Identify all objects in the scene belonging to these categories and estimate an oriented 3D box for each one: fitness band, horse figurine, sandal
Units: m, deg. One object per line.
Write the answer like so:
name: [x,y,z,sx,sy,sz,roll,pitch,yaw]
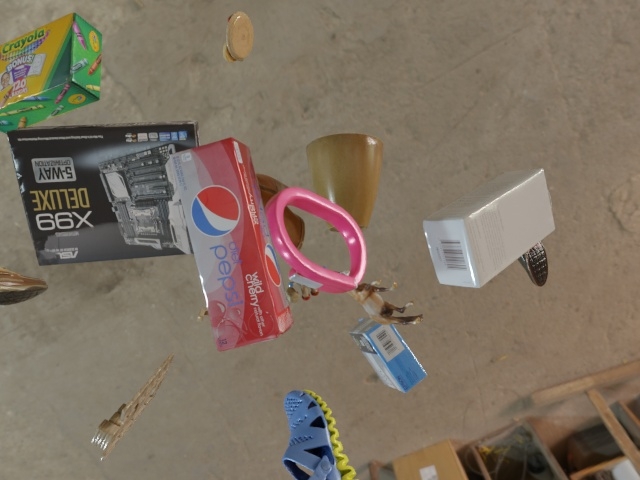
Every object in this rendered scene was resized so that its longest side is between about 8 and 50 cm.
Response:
fitness band: [0.000,0.000,1.013,0.054,0.209,0.290,-27,145,36]
horse figurine: [0.167,0.170,1.315,0.263,0.066,0.174,42,144,-23]
sandal: [-0.025,0.474,1.070,0.138,0.317,0.126,-1,125,-27]

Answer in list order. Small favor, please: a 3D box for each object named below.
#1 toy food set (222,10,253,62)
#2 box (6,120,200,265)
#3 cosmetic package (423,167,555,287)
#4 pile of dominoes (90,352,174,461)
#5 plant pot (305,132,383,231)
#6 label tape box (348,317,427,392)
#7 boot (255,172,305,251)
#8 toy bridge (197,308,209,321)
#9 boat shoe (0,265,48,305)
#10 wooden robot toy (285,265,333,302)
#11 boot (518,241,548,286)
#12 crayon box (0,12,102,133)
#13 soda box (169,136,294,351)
toy food set: [-0.144,-0.360,0.843,0.020,0.082,0.083,15,121,21]
box: [-0.368,-0.088,0.871,0.307,0.076,0.243,-4,109,-9]
cosmetic package: [0.282,-0.026,0.783,0.231,0.085,0.118,-27,107,-33]
pile of dominoes: [-0.437,0.374,1.123,0.040,0.251,0.196,30,112,-1]
plant pot: [0.078,-0.159,1.431,0.236,0.237,0.255,-1,80,-6]
label tape box: [0.227,0.419,1.792,0.115,0.347,0.249,-34,88,-16]
boot: [-0.166,-0.091,1.436,0.220,0.284,0.109,16,142,-42]
toy bridge: [-0.274,0.236,1.453,0.188,0.063,0.026,12,121,-5]
boat shoe: [-1.013,0.131,1.497,0.122,0.324,0.120,-27,79,12]
wooden robot toy: [-0.052,0.098,1.171,0.173,0.079,0.076,-24,131,-20]
boot: [0.551,0.025,1.326,0.082,0.106,0.219,-26,98,-25]
crayon box: [-0.601,-0.350,1.017,0.278,0.166,0.081,-12,163,19]
soda box: [-0.116,0.005,0.639,0.092,0.083,0.264,-14,89,7]
